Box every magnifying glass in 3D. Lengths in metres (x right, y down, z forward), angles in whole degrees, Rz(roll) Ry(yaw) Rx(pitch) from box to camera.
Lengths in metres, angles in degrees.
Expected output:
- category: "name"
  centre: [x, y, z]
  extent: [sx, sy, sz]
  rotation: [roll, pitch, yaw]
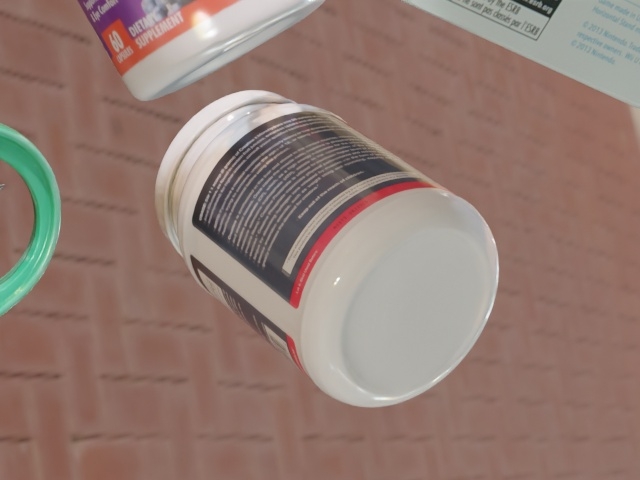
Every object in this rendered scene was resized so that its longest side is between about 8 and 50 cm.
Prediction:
- category: "magnifying glass"
  centre: [-0.199, 0.049, 0.857]
  extent: [0.092, 0.026, 0.231]
  rotation: [27, 95, -29]

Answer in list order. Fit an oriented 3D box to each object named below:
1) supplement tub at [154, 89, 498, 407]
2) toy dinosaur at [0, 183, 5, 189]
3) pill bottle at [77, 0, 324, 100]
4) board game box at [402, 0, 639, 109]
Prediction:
- category: "supplement tub"
  centre: [0.000, 0.000, 1.527]
  extent: [0.191, 0.272, 0.191]
  rotation: [-19, 126, -29]
- category: "toy dinosaur"
  centre: [-0.455, -0.012, 1.695]
  extent: [0.121, 0.313, 0.160]
  rotation: [48, -33, 41]
- category: "pill bottle"
  centre: [-0.087, -0.172, 0.849]
  extent: [0.193, 0.108, 0.108]
  rotation: [60, 27, -2]
- category: "board game box"
  centre: [0.162, -0.189, 0.586]
  extent: [0.224, 0.303, 0.097]
  rotation: [20, 23, -30]
